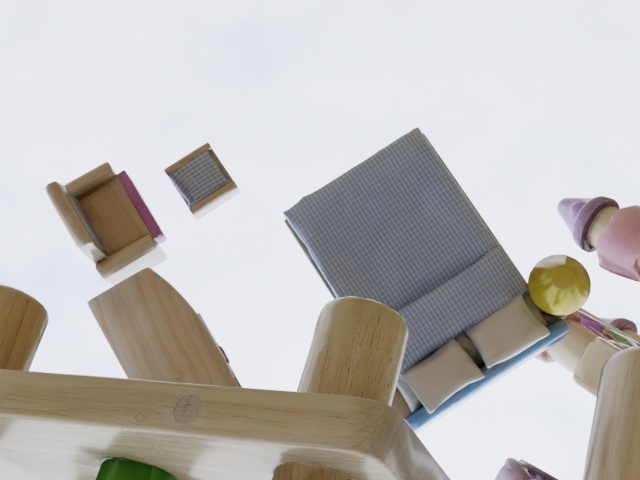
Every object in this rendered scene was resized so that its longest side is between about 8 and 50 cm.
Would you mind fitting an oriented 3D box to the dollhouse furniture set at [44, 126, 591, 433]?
[{"bbox_3d":[0.000,0.000,0.914,0.303,0.198,0.286,-31,-103,-4],"label":"dollhouse furniture set"}]

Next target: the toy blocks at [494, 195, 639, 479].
[{"bbox_3d":[0.272,0.122,1.275,0.288,0.309,0.260,20,-170,-48],"label":"toy blocks"}]

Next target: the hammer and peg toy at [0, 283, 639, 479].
[{"bbox_3d":[0.009,0.135,0.576,0.361,0.266,0.127,1,-122,27],"label":"hammer and peg toy"}]
